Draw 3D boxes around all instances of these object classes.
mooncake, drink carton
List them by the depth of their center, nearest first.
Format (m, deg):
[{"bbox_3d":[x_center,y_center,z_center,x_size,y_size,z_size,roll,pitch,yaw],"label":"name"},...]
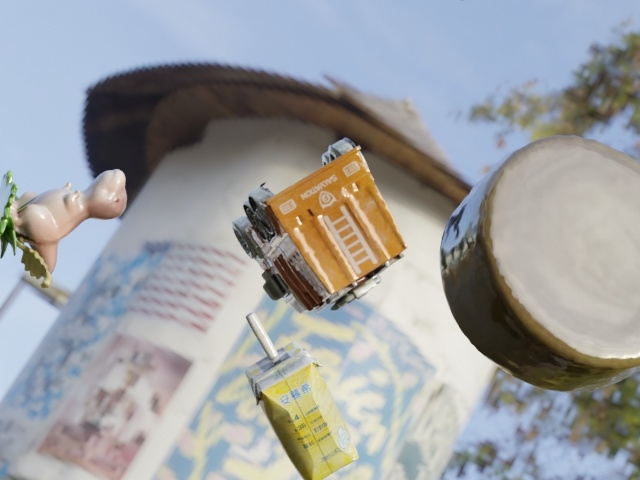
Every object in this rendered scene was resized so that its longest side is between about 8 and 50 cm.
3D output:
[{"bbox_3d":[-0.029,0.170,1.752,0.200,0.084,0.074,65,-7,-30],"label":"drink carton"},{"bbox_3d":[0.277,0.031,1.787,0.284,0.284,0.155,33,-31,-5],"label":"mooncake"}]

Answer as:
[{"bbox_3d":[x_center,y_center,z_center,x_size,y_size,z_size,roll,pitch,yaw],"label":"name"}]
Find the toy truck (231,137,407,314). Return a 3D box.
[{"bbox_3d":[0.000,0.000,2.347,0.207,0.173,0.387,58,-11,3],"label":"toy truck"}]

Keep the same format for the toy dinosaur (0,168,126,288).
[{"bbox_3d":[-0.390,-0.033,2.353,0.177,0.194,0.152,18,3,-20],"label":"toy dinosaur"}]
